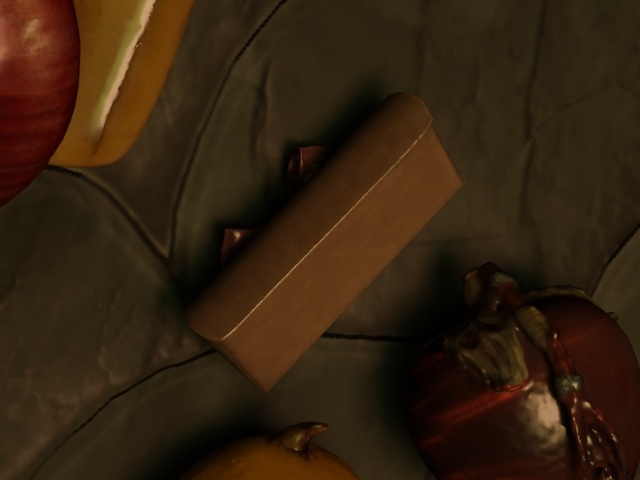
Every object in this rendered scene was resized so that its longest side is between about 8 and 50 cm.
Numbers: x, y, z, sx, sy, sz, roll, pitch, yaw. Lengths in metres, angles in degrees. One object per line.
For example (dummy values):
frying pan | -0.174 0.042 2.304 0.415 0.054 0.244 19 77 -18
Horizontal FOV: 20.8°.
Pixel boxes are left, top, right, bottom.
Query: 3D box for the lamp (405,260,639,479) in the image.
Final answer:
lamp | 0.129 0.127 1.119 0.151 0.215 0.223 -5 84 -8

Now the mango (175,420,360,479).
mango | -0.059 0.250 1.093 0.176 0.119 0.317 21 104 -30

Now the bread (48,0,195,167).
bread | -0.111 -0.193 0.945 0.142 0.091 0.305 24 97 16

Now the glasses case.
glasses case | 0.000 0.000 1.080 0.193 0.070 0.102 -46 145 -8

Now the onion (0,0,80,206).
onion | -0.235 -0.103 0.846 0.248 0.248 0.161 56 45 -25
